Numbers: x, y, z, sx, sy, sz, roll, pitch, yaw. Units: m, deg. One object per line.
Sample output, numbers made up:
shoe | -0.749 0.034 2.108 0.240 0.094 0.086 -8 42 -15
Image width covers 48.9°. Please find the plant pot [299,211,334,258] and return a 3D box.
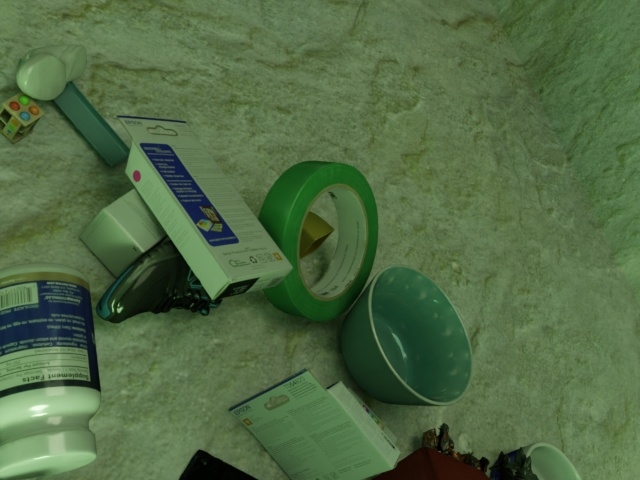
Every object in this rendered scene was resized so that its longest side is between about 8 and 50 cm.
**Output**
plant pot | -0.037 -0.019 1.541 0.083 0.081 0.081 49 37 10

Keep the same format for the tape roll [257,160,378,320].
tape roll | 0.000 0.000 1.429 0.321 0.077 0.321 -17 111 -51

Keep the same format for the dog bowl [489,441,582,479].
dog bowl | 0.514 0.612 1.631 0.265 0.104 0.265 26 46 -31

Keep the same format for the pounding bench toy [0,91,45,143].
pounding bench toy | -0.505 -0.218 1.203 0.052 0.065 0.083 46 39 -11

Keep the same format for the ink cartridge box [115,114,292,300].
ink cartridge box | -0.214 -0.066 1.236 0.371 0.069 0.176 55 29 17

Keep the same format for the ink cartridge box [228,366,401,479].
ink cartridge box | -0.014 0.321 1.196 0.224 0.223 0.045 51 38 -8

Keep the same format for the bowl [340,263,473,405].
bowl | 0.162 0.223 1.500 0.311 0.163 0.311 27 45 -31

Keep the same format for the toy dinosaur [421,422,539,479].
toy dinosaur | 0.332 0.535 1.476 0.218 0.164 0.322 -23 95 -13

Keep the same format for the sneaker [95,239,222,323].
sneaker | -0.235 0.071 1.226 0.140 0.125 0.341 55 38 1

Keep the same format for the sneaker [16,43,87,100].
sneaker | -0.501 -0.306 1.254 0.094 0.080 0.212 12 25 1

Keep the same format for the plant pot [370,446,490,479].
plant pot | 0.206 0.535 1.262 0.267 0.267 0.236 30 32 -28

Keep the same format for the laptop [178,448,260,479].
laptop | -0.140 0.506 1.099 0.264 0.136 0.234 26 40 5

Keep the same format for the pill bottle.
pill bottle | -0.383 0.177 0.962 0.153 0.153 0.265 9 58 -42

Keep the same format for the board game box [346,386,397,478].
board game box | 0.081 0.383 1.407 0.154 0.026 0.103 47 38 -10

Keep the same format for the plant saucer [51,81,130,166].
plant saucer | -0.435 -0.220 1.317 0.192 0.018 0.067 49 38 -6

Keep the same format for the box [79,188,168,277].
box | -0.332 -0.012 1.204 0.102 0.101 0.087 48 39 -6
